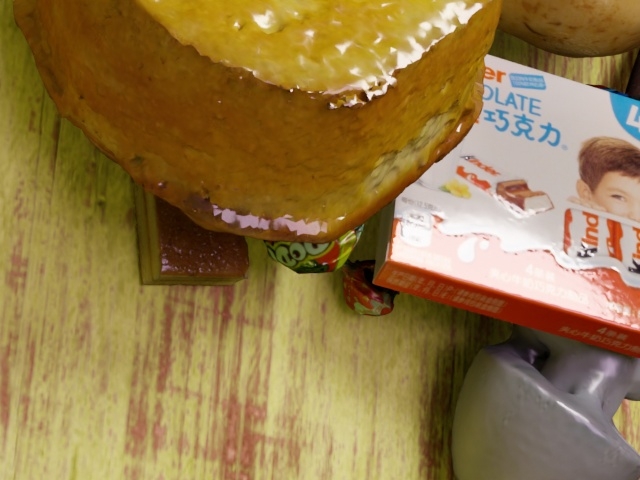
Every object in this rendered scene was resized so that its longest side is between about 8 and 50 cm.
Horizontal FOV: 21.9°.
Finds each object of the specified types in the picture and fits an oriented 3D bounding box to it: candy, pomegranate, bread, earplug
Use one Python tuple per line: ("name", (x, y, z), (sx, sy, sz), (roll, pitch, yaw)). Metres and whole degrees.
("candy", (0.000, 0.000, 1.463), (0.184, 0.049, 0.055), (44, 18, -13))
("pomegranate", (0.257, -0.325, 1.601), (0.307, 0.307, 0.307), (12, 71, -38))
("bread", (-0.107, -0.009, 1.370), (0.094, 0.035, 0.090), (3, 76, -40))
("bread", (-0.039, -0.194, 1.313), (0.398, 0.215, 0.398), (9, 55, -13))
("candy", (0.028, -0.078, 1.462), (0.083, 0.091, 0.305), (62, 34, -26))
("earplug", (0.227, 0.122, 1.548), (0.214, 0.175, 0.325), (35, 48, -11))

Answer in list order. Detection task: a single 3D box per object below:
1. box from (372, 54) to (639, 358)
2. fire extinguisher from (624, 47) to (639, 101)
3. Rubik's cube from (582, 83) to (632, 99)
("box", (0.191, -0.044, 1.499), (0.273, 0.048, 0.265), (15, 55, -11))
("fire extinguisher", (0.374, -0.202, 1.773), (0.072, 0.089, 0.268), (39, 45, -13))
("Rubik's cube", (0.264, -0.098, 1.664), (0.112, 0.133, 0.133), (31, 56, 0))
